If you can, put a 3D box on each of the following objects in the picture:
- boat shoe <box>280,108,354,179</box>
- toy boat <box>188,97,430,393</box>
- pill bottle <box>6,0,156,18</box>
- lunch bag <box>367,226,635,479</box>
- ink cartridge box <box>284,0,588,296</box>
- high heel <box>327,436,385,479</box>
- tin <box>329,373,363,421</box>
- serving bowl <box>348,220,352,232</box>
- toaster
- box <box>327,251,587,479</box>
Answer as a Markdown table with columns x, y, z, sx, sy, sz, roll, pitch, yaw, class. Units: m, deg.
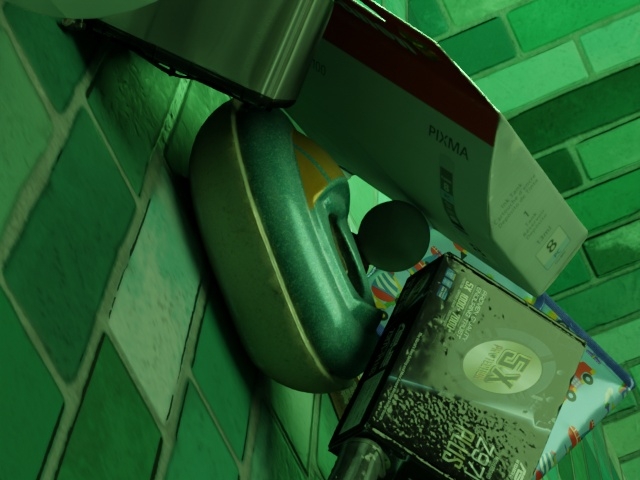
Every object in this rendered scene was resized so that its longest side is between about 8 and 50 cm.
| x | y | z | sx | sy | sz | roll | pitch | yaw | class |
| --- | --- | --- | --- | --- | --- | --- | --- | --- | --- |
| 0.007 | -0.134 | 2.134 | 0.109 | 0.094 | 0.302 | 62 | 8 | 11 | boat shoe |
| 0.000 | 0.000 | 1.726 | 0.318 | 0.148 | 0.267 | 17 | 51 | -75 | toy boat |
| -0.177 | -0.347 | 1.361 | 0.229 | 0.229 | 0.408 | 56 | 16 | -45 | pill bottle |
| 0.148 | 0.113 | 2.072 | 0.221 | 0.138 | 0.293 | -37 | 89 | -39 | lunch bag |
| 0.050 | -0.122 | 1.774 | 0.308 | 0.091 | 0.385 | 37 | -3 | 35 | ink cartridge box |
| 0.032 | 0.307 | 1.523 | 0.186 | 0.093 | 0.261 | -61 | 139 | -53 | high heel |
| 0.032 | 0.135 | 1.910 | 0.190 | 0.040 | 0.106 | 69 | 15 | 7 | tin |
| 0.006 | -0.029 | 2.123 | 0.083 | 0.027 | 0.083 | -23 | 90 | -78 | serving bowl |
| -0.090 | -0.179 | 1.573 | 0.168 | 0.110 | 0.185 | 24 | 6 | 5 | toaster |
| 0.113 | 0.127 | 1.617 | 0.147 | 0.077 | 0.180 | 34 | 61 | -11 | box |
